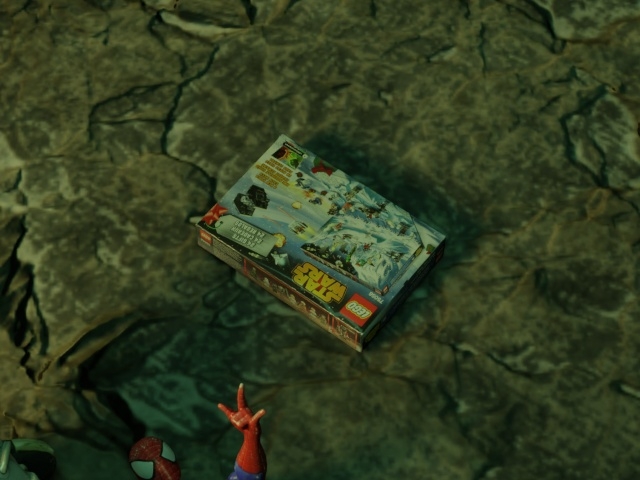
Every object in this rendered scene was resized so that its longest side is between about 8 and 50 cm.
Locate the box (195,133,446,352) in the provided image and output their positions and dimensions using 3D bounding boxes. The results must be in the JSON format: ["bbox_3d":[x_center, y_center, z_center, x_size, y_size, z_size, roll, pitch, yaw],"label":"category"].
[{"bbox_3d":[0.000,0.000,1.071,0.137,0.027,0.094,33,63,19],"label":"box"}]

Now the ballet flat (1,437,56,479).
[{"bbox_3d":[-0.243,0.145,0.967,0.173,0.057,0.049,-14,40,-12],"label":"ballet flat"}]

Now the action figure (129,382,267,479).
[{"bbox_3d":[-0.022,0.196,0.892,0.091,0.139,0.280,-34,62,-20],"label":"action figure"}]

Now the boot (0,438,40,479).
[{"bbox_3d":[-0.175,0.147,0.904,0.123,0.095,0.258,-6,95,-12],"label":"boot"}]
